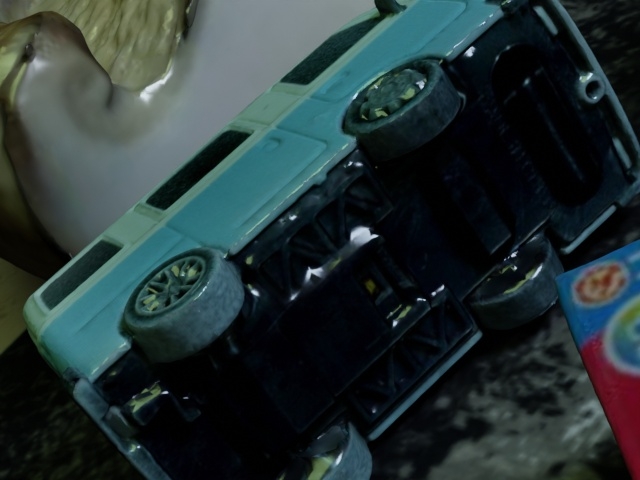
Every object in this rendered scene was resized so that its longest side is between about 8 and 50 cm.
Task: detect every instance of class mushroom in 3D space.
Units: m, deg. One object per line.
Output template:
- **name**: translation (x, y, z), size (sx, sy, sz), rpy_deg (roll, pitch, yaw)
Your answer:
- **mushroom**: translation (-0.158, -0.102, 0.934), size (0.397, 0.224, 0.314), rpy_deg (-2, 55, 51)

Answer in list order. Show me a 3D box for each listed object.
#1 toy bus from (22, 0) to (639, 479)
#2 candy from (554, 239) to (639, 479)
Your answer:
- **toy bus**: translation (0.000, 0.000, 0.682), size (0.271, 0.133, 0.164), rpy_deg (-42, 28, -13)
- **candy**: translation (0.186, 0.091, 0.417), size (0.157, 0.100, 0.306), rpy_deg (-26, 30, 10)
